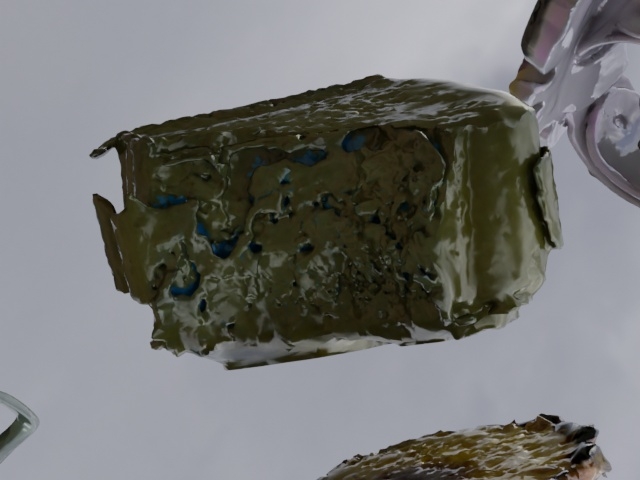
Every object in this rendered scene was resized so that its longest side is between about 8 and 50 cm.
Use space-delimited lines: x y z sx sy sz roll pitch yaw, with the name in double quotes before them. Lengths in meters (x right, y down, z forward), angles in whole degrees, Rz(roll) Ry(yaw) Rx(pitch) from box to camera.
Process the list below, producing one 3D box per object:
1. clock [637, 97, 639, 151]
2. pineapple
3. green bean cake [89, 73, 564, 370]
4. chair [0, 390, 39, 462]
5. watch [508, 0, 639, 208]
"clock" 0.303 -0.001 1.046 0.083 0.186 0.253 -47 -119 -5
"pineapple" 0.112 0.285 1.196 0.262 0.272 0.262 -19 -172 3
"green bean cake" 0.000 0.000 1.293 0.285 0.310 0.202 -142 -136 -75
"chair" -0.445 0.158 1.893 0.190 0.203 0.275 -51 -135 7
"watch" 0.294 -0.135 1.554 0.196 0.231 0.244 -43 156 -30
